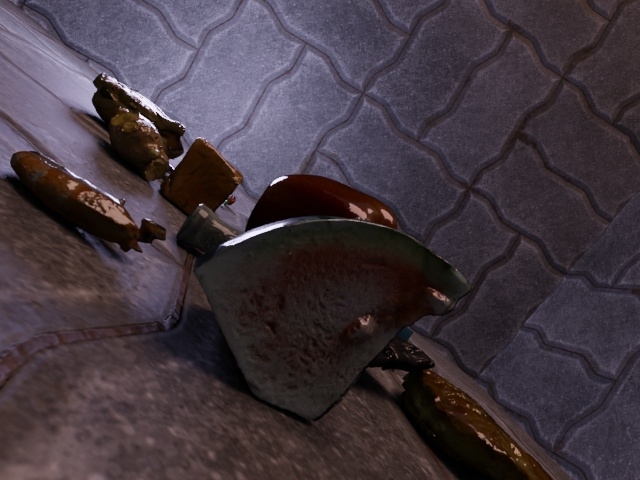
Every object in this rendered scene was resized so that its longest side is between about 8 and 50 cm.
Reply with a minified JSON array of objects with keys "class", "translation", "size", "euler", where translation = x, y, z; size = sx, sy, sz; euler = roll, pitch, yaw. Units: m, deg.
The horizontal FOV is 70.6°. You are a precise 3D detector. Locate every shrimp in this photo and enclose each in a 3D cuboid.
[{"class":"shrimp","translation":[-0.266,-0.047,0.533],"size":[0.187,0.052,0.132],"euler":[37,2,-2]}]

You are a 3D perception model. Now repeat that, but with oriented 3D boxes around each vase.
[{"class":"vase","translation":[-0.139,0.026,0.792],"size":[0.219,0.096,0.096],"euler":[36,3,-19]}]

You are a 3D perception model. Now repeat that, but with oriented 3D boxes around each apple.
[{"class":"apple","translation":[0.000,0.000,0.982],"size":[0.317,0.288,0.288],"euler":[21,-9,34]}]

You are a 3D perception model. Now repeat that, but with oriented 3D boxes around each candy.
[{"class":"candy","translation":[-0.337,-0.137,1.606],"size":[0.055,0.049,0.185],"euler":[9,15,-6]}]

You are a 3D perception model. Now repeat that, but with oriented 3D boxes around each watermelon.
[{"class":"watermelon","translation":[-0.015,0.082,0.485],"size":[0.320,0.214,0.289],"euler":[-11,-21,27]}]

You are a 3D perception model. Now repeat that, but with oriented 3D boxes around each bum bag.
[{"class":"bum bag","translation":[0.088,0.198,0.830],"size":[0.137,0.074,0.310],"euler":[17,-1,45]}]

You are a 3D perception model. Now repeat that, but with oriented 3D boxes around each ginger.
[{"class":"ginger","translation":[-0.408,-0.215,1.014],"size":[0.216,0.102,0.157],"euler":[35,-29,46]}]

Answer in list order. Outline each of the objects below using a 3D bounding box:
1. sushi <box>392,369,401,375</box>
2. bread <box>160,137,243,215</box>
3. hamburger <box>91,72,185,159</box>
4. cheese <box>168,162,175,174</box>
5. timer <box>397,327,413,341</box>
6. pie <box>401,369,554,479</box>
[{"class":"sushi","translation":[0.110,0.241,1.203],"size":[0.231,0.047,0.219],"euler":[38,2,-39]},{"class":"bread","translation":[-0.273,-0.138,1.048],"size":[0.143,0.158,0.149],"euler":[38,-2,-14]},{"class":"hamburger","translation":[-0.527,-0.345,1.313],"size":[0.285,0.134,0.265],"euler":[34,9,-4]},{"class":"cheese","translation":[-0.368,-0.169,1.282],"size":[0.155,0.062,0.244],"euler":[43,4,26]},{"class":"timer","translation":[0.096,0.180,1.156],"size":[0.232,0.091,0.250],"euler":[31,-1,43]},{"class":"pie","translation":[0.293,0.372,0.866],"size":[0.288,0.103,0.354],"euler":[38,0,-24]}]
